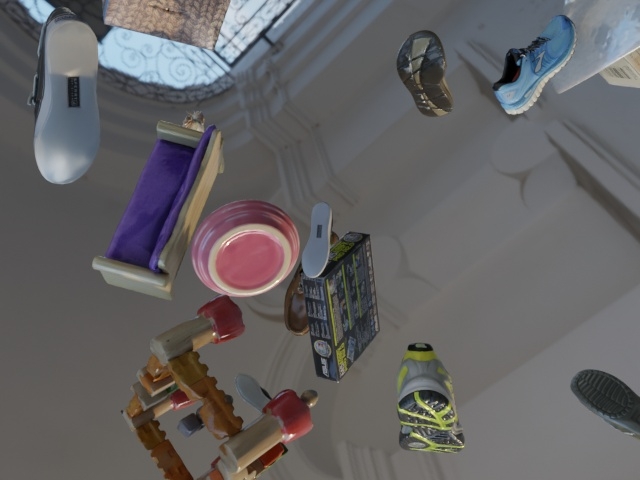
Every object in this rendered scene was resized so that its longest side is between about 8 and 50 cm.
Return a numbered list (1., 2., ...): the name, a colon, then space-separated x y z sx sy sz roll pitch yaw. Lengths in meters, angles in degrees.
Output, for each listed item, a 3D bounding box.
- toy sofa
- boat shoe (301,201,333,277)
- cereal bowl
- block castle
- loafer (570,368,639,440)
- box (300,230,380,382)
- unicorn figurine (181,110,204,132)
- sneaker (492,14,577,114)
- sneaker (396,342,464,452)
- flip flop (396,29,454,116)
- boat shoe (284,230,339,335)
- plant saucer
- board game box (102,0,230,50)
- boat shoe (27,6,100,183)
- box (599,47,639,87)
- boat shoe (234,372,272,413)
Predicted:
1. toy sofa: -0.323 -0.077 1.251 0.150 0.177 0.362 15 -116 1
2. boat shoe: 0.000 0.000 1.131 0.049 0.142 0.040 9 175 16
3. cereal bowl: 0.531 -0.408 1.050 0.141 0.339 0.339 58 -162 -1
4. block castle: -0.203 0.334 1.198 0.213 0.453 0.303 -26 -108 -38
5. loafer: 0.632 0.362 1.253 0.251 0.094 0.087 36 161 42
6. box: 0.052 0.144 1.364 0.216 0.060 0.269 -41 -50 -48
7. unicorn figurine: -0.321 -0.278 1.535 0.060 0.111 0.162 9 -178 -11
8. sneaker: 0.317 -0.271 0.906 0.073 0.162 0.063 34 -179 -25
9. sneaker: 0.236 0.353 1.307 0.384 0.145 0.147 80 -168 -53
10. flip flop: 0.251 -0.388 1.406 0.277 0.112 0.080 45 -130 -57
11. boat shoe: -0.032 0.114 1.654 0.111 0.307 0.104 16 180 2
12. plant saucer: -0.218 0.041 1.830 0.332 0.332 0.084 37 -167 -33
13. board game box: -0.339 -0.569 1.307 0.232 0.141 0.290 7 -136 -28
14. boat shoe: -0.460 -0.253 1.079 0.113 0.306 0.105 -10 -141 -31
15. box: 0.726 -0.488 1.292 0.121 0.311 0.148 35 -171 -22
16. boat shoe: -0.131 0.328 1.276 0.125 0.046 0.038 40 167 5
